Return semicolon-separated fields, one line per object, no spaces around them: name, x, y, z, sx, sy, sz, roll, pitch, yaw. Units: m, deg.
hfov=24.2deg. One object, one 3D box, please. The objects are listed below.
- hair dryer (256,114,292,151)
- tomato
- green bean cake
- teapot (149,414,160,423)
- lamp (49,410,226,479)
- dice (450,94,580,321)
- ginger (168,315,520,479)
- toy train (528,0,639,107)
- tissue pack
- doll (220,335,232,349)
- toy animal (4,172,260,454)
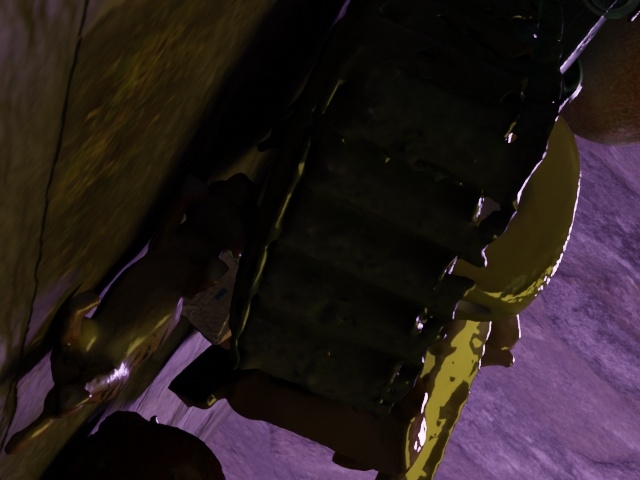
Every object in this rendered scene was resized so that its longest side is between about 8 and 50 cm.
hair dryer;-0.003;-0.084;1.063;0.150;0.047;0.071;-37;167;-52
tomato;0.324;-0.248;1.608;0.239;0.303;0.303;-26;169;-15
green bean cake;0.045;-0.056;0.902;0.255;0.132;0.241;-73;-176;-52
teapot;-0.192;0.203;1.437;0.100;0.045;0.068;-36;-160;6
lamp;-0.160;0.213;1.289;0.157;0.156;0.135;-21;-131;18
dice;0.087;-0.036;1.178;0.169;0.169;0.166;-5;-115;61
ginger;0.059;0.099;1.478;0.358;0.211;0.413;-26;-155;37
toy train;0.219;-0.226;1.443;0.115;0.154;0.269;-33;163;-53
tissue pack;-0.069;0.034;1.216;0.074;0.058;0.094;-51;176;18
doll;0.000;0.000;1.348;0.262;0.093;0.211;-47;-161;-20
toy animal;-0.103;0.039;0.875;0.241;0.057;0.099;-51;176;-26
